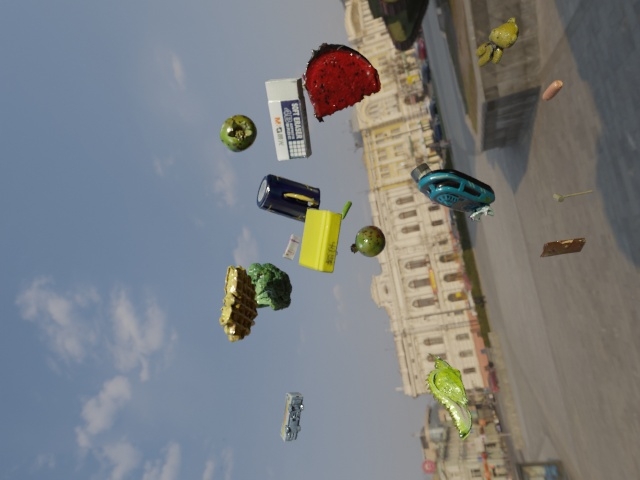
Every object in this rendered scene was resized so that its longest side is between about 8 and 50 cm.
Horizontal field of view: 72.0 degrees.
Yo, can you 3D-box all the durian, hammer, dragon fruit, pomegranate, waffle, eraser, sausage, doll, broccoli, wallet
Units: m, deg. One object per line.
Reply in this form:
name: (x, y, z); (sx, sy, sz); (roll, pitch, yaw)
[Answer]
durian: (0.454, 0.525, 1.582); (0.107, 0.132, 0.375); (53, -163, -31)
hammer: (0.770, -0.140, 1.340); (0.035, 0.110, 0.019); (-88, -16, -69)
dragon fruit: (0.068, -0.681, 1.838); (0.282, 0.343, 0.100); (67, 165, -19)
pomegranate: (-0.339, -0.447, 1.794); (0.220, 0.156, 0.156); (99, 160, -84)
pomegranate: (0.178, 0.002, 1.630); (0.130, 0.130, 0.130); (-13, -90, -74)
waffle: (-0.325, 0.254, 1.768); (0.283, 0.065, 0.310); (-54, -47, -64)
eraser: (-0.115, -0.444, 1.619); (0.086, 0.130, 0.287); (-68, -25, -60)
sausage: (0.739, -0.477, 1.404); (0.083, 0.034, 0.034); (87, 174, -76)
eraser: (0.000, 0.000, 1.578); (0.069, 0.158, 0.226); (7, -87, -35)
doll: (0.677, -0.766, 1.719); (0.209, 0.097, 0.137); (146, 131, -61)
broccoli: (-0.269, 0.235, 2.095); (0.270, 0.270, 0.270); (55, 176, 6)
wallet: (1.075, 0.033, 1.953); (0.095, 0.176, 0.026); (82, -178, -48)

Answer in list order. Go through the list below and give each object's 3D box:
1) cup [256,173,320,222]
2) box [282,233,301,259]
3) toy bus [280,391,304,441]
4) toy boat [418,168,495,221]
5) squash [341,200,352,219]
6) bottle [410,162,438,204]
cup: (-0.129, -0.207, 1.973); (0.256, 0.255, 0.179); (16, -120, -23)
box: (-0.136, 0.033, 2.086); (0.036, 0.050, 0.117); (142, 151, -73)
toy bus: (-0.113, 0.699, 1.755); (0.075, 0.064, 0.191); (13, 96, 63)
toy boat: (0.448, -0.138, 1.436); (0.298, 0.134, 0.092); (13, -119, -32)
squash: (0.097, -0.117, 1.683); (0.089, 0.027, 0.027); (-63, -37, -31)
bottle: (0.597, -0.302, 2.405); (0.233, 0.110, 0.110); (57, -167, 13)
